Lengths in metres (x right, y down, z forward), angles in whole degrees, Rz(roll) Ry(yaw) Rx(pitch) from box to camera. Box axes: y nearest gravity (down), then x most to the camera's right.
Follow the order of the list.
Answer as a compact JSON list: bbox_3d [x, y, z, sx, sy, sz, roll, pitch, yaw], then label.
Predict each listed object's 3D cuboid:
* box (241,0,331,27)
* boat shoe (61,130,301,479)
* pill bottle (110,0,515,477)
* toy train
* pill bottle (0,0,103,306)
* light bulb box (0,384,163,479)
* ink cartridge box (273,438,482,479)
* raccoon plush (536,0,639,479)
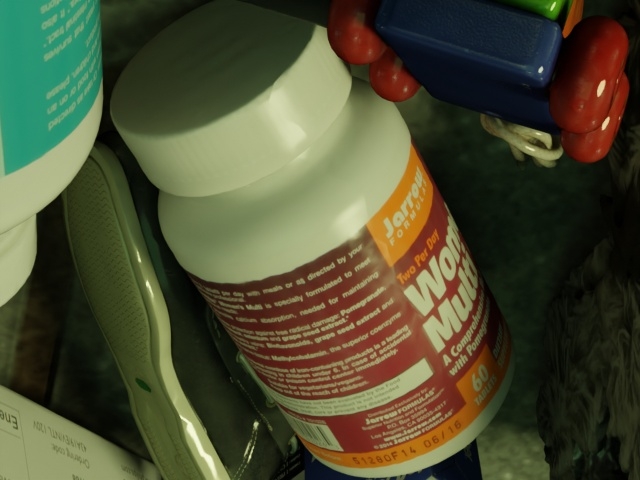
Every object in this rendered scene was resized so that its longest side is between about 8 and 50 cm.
[{"bbox_3d":[-0.086,-0.208,0.520,0.261,0.103,0.184,14,131,-13],"label":"box"},{"bbox_3d":[-0.069,0.039,0.750,0.079,0.084,0.233,-34,124,-24],"label":"boat shoe"},{"bbox_3d":[0.000,0.000,0.678,0.121,0.121,0.221,-20,127,14],"label":"pill bottle"},{"bbox_3d":[0.091,-0.113,0.606,0.105,0.248,0.143,19,91,13],"label":"toy train"},{"bbox_3d":[-0.142,-0.095,0.454,0.146,0.146,0.264,1,130,-3],"label":"pill bottle"},{"bbox_3d":[-0.213,0.258,0.652,0.225,0.361,0.358,-19,153,13],"label":"light bulb box"},{"bbox_3d":[0.000,0.159,0.821,0.046,0.097,0.207,36,120,-26],"label":"ink cartridge box"},{"bbox_3d":[0.288,0.046,0.686,0.299,0.216,0.446,-3,129,-10],"label":"raccoon plush"}]
